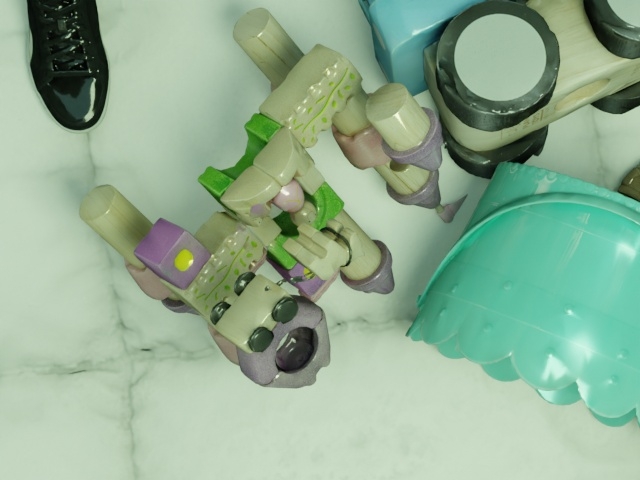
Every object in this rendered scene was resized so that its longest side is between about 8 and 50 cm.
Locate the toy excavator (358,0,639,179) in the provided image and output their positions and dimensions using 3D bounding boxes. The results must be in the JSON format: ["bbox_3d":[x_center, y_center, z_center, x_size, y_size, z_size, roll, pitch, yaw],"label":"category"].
[{"bbox_3d":[0.084,-0.278,1.546,0.433,0.222,0.445,-25,76,0],"label":"toy excavator"}]

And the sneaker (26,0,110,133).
[{"bbox_3d":[-0.250,-0.211,1.560,0.079,0.121,0.216,-7,90,0],"label":"sneaker"}]

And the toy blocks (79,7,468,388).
[{"bbox_3d":[0.000,0.000,1.503,0.288,0.309,0.260,-49,132,-8],"label":"toy blocks"}]

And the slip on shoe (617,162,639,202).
[{"bbox_3d":[0.344,-0.016,1.599,0.041,0.051,0.135,-41,87,-6],"label":"slip on shoe"}]

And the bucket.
[{"bbox_3d":[0.236,0.058,1.499,0.281,0.281,0.183,22,87,0],"label":"bucket"}]
